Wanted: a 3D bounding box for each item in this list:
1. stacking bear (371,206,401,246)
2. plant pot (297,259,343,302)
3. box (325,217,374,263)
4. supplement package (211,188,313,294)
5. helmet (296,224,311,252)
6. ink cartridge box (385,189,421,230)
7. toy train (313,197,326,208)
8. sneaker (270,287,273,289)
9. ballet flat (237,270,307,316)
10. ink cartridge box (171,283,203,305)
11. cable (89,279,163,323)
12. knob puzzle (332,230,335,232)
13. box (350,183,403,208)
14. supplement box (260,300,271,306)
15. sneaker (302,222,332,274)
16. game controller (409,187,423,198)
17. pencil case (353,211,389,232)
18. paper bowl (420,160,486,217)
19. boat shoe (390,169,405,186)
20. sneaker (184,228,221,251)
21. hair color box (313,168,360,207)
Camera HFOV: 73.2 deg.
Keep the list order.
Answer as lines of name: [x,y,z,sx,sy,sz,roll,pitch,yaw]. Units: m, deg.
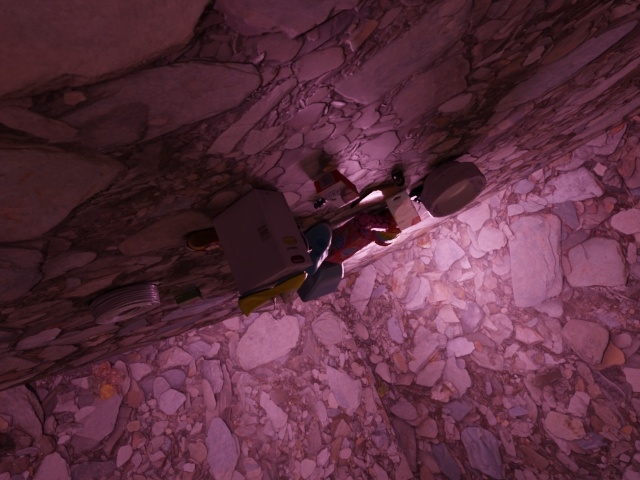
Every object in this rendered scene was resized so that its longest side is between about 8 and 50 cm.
stacking bear: [0.371,-0.089,2.293,0.175,0.164,0.289,-20,163,-17]
plant pot: [-0.014,0.156,2.436,0.247,0.247,0.252,-14,151,-37]
box: [0.133,0.005,2.215,0.257,0.123,0.128,-35,149,33]
supplement package: [-0.182,0.004,1.345,0.204,0.262,0.145,-30,167,28]
helmet: [-0.123,0.019,1.776,0.169,0.169,0.161,-27,-176,17]
ink cartridge box: [0.394,-0.157,2.083,0.115,0.198,0.067,-26,-150,12]
toy train: [0.027,-0.161,1.602,0.036,0.027,0.158,-17,166,-40]
sneaker: [-0.218,0.252,2.704,0.182,0.158,0.410,-48,164,22]
ballet flat: [-0.137,0.169,1.320,0.230,0.077,0.077,-21,167,-12]
ink cartridge box: [-0.650,0.276,2.116,0.108,0.062,0.209,-21,167,-11]
cable: [-0.772,0.253,1.715,0.257,0.089,0.257,-32,166,33]
knob puzzle: [0.086,-0.021,2.320,0.213,0.030,0.213,-22,168,-5]
box: [0.247,-0.196,1.887,0.201,0.021,0.164,-15,165,-37]
supplement box: [-0.351,0.270,2.324,0.130,0.073,0.239,-23,-152,-3]
sneaker: [0.000,0.000,2.091,0.208,0.127,0.319,-51,171,-49]
game controller: [0.558,-0.236,2.206,0.166,0.067,0.319,-29,166,24]
pencil case: [0.257,-0.086,2.128,0.098,0.095,0.209,25,-163,40]
paper bowl: [0.579,-0.241,1.932,0.284,0.148,0.284,-22,152,-12]
boat shoe: [0.315,-0.251,1.737,0.048,0.042,0.133,-24,167,12]
sneaker: [-0.369,-0.002,1.463,0.185,0.070,0.084,-6,169,-38]
hair color box: [0.058,-0.174,1.474,0.093,0.053,0.167,-28,157,19]
